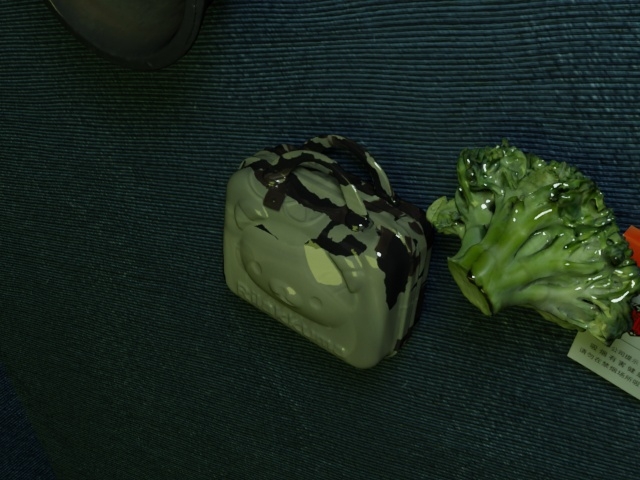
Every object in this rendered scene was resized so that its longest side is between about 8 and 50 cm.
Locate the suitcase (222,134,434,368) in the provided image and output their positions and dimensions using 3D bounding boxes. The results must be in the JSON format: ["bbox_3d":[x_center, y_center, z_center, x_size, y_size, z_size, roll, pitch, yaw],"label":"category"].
[{"bbox_3d":[0.000,0.000,1.571,0.352,0.194,0.339,29,133,25],"label":"suitcase"}]

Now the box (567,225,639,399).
[{"bbox_3d":[0.433,0.106,1.360,0.139,0.035,0.245,33,138,21],"label":"box"}]

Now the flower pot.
[{"bbox_3d":[-0.234,-0.451,1.402,0.379,0.251,0.379,24,136,26],"label":"flower pot"}]

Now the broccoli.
[{"bbox_3d":[0.256,0.023,1.294,0.288,0.246,0.247,37,145,39],"label":"broccoli"}]
